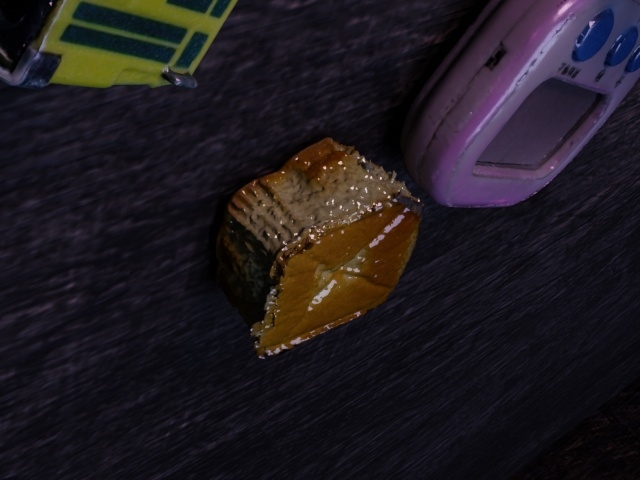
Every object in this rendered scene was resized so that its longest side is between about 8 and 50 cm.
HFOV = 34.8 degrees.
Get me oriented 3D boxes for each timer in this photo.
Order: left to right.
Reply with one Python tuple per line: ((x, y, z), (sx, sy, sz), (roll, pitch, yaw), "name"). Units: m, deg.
((0.149, -0.108, 0.713), (0.190, 0.069, 0.208), (-54, 156, 22), "timer")

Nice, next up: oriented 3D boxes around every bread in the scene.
((0.000, 0.000, 0.651), (0.140, 0.069, 0.128), (-26, 150, -29), "bread")

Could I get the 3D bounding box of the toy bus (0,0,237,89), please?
((-0.051, -0.134, 0.322), (0.175, 0.088, 0.101), (-55, 156, 21), "toy bus")
